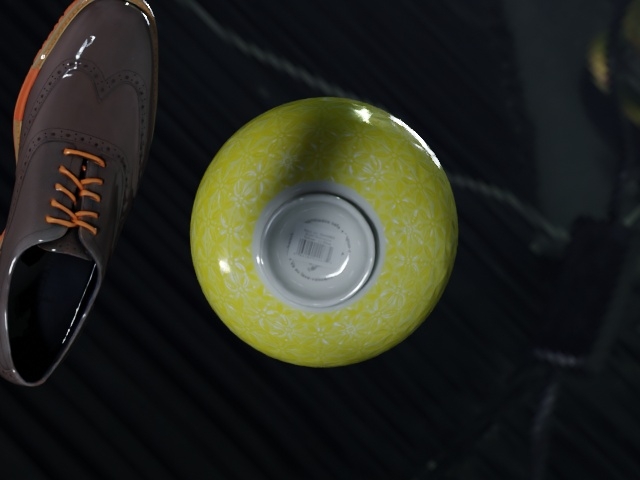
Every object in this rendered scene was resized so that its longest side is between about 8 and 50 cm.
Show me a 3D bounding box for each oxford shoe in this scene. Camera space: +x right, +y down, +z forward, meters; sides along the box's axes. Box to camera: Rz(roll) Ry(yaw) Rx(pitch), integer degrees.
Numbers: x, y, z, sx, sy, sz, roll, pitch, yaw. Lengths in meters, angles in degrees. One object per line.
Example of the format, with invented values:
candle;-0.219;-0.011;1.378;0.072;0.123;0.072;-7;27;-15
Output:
oxford shoe;-0.158;-0.031;1.271;0.098;0.097;0.271;-141;64;-67

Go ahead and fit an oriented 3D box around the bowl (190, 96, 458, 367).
bowl;0.000;0.000;1.984;0.289;0.289;0.156;-45;3;7
